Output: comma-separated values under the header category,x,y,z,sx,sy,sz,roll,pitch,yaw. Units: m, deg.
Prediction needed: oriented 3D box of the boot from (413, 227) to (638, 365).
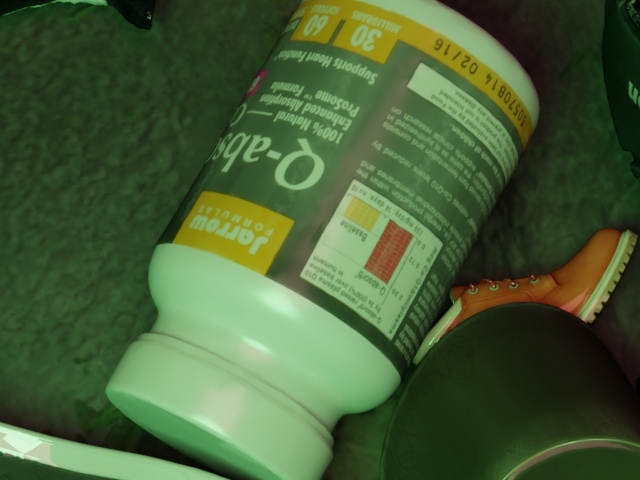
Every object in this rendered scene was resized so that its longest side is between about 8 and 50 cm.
category,x,y,z,sx,sy,sz,roll,pitch,yaw
boot,0.125,0.039,1.155,0.085,0.059,0.158,40,77,12

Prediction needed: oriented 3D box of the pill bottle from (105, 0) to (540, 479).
category,x,y,z,sx,sy,sz,roll,pitch,yaw
pill bottle,0.000,0.000,1.102,0.162,0.162,0.278,28,74,4

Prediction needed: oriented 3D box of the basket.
category,x,y,z,sx,sy,sz,roll,pitch,yaw
basket,0.121,0.144,1.006,0.154,0.227,0.204,8,93,-5

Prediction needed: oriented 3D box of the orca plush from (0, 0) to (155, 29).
category,x,y,z,sx,sy,sz,roll,pitch,yaw
orca plush,-0.244,-0.163,1.162,0.287,0.102,0.151,9,74,-1

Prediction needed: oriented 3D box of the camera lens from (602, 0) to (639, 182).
category,x,y,z,sx,sy,sz,roll,pitch,yaw
camera lens,0.320,-0.110,1.124,0.274,0.219,0.219,-17,76,-9

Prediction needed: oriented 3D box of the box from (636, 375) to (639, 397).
category,x,y,z,sx,sy,sz,roll,pitch,yaw
box,0.218,0.140,1.046,0.051,0.220,0.175,4,73,-2

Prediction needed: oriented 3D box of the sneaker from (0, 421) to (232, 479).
category,x,y,z,sx,sy,sz,roll,pitch,yaw
sneaker,-0.133,0.191,1.074,0.296,0.104,0.146,12,75,6
